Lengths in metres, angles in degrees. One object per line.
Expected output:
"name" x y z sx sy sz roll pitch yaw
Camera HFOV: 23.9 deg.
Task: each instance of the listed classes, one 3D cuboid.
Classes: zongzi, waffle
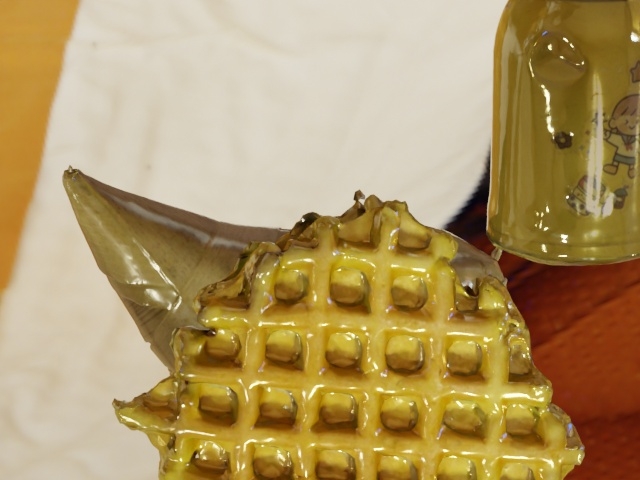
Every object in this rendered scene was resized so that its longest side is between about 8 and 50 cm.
"zongzi" 0.010 0.005 1.771 0.500 0.218 0.467 -32 117 -16
"waffle" 0.020 0.111 0.902 0.245 0.254 0.052 -38 -173 3

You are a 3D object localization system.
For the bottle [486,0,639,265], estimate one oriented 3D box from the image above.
"bottle" 0.245 -0.164 1.402 0.171 0.171 0.351 -5 108 -17
